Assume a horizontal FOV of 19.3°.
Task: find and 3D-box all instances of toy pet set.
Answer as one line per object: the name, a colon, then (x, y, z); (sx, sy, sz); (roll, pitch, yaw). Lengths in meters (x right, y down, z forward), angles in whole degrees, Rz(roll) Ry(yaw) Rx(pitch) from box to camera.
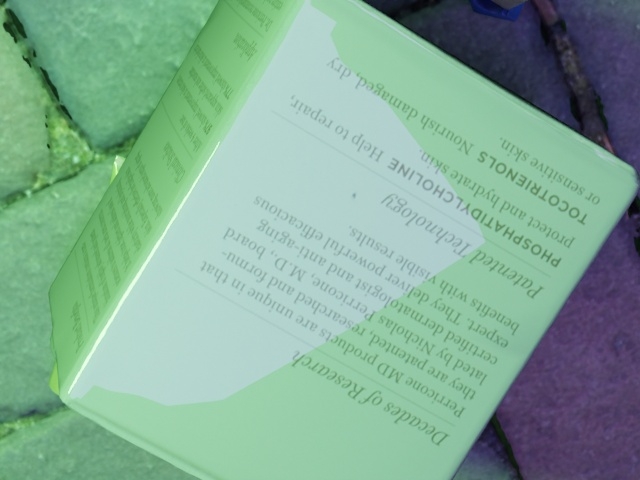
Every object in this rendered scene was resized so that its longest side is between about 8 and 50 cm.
toy pet set: (0.185, -0.259, 1.727); (0.122, 0.065, 0.114); (30, 71, -18)

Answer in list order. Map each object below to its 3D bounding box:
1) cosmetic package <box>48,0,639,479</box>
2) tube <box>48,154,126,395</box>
cosmetic package: (0.000, 0.000, 1.631); (0.327, 0.329, 0.394); (29, 98, -16)
tube: (-0.194, 0.042, 1.803); (0.070, 0.062, 0.240); (7, 110, -51)
